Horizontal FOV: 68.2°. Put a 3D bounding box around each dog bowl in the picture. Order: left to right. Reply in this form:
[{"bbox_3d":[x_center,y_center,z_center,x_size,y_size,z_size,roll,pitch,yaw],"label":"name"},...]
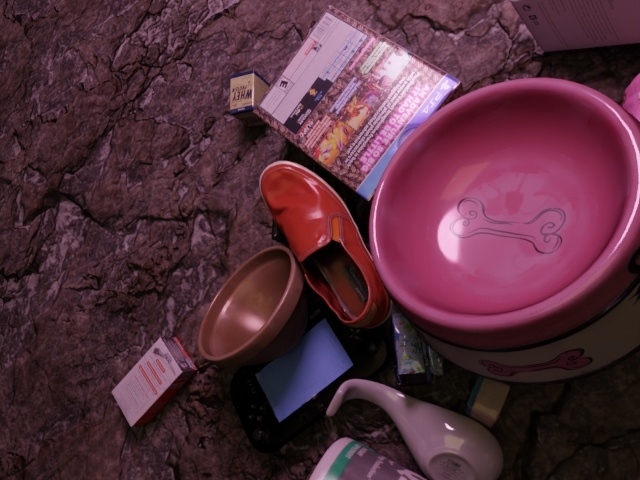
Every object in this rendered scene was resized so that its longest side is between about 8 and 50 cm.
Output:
[{"bbox_3d":[0.241,-0.030,0.623,0.407,0.150,0.409,-20,56,33],"label":"dog bowl"}]

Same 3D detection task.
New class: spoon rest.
[{"bbox_3d":[0.149,0.297,0.740,0.276,0.084,0.137,27,116,7],"label":"spoon rest"}]

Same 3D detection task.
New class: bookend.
[{"bbox_3d":[-0.003,-0.074,0.886,0.157,0.072,0.157,0,81,22],"label":"bookend"}]

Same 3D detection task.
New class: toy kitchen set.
[{"bbox_3d":[0.231,0.155,0.745,0.166,0.122,0.207,23,70,25],"label":"toy kitchen set"}]

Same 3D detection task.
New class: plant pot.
[{"bbox_3d":[-0.099,0.133,0.845,0.237,0.109,0.238,-34,31,24],"label":"plant pot"}]

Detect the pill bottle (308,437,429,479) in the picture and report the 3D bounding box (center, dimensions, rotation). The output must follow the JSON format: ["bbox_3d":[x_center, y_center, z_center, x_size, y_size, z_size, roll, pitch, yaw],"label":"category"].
[{"bbox_3d":[0.146,0.454,0.661,0.360,0.204,0.204,20,89,24],"label":"pill bottle"}]

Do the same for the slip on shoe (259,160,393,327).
[{"bbox_3d":[0.000,0.000,0.779,0.123,0.101,0.332,-38,75,20],"label":"slip on shoe"}]

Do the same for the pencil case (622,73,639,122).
[{"bbox_3d":[0.502,-0.054,0.625,0.167,0.160,0.387,-2,80,17],"label":"pencil case"}]

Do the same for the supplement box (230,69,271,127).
[{"bbox_3d":[-0.140,-0.289,0.973,0.056,0.083,0.083,-5,80,23],"label":"supplement box"}]

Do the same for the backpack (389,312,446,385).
[{"bbox_3d":[0.157,0.172,0.761,0.084,0.105,0.115,-11,69,12],"label":"backpack"}]

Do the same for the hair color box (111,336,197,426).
[{"bbox_3d":[-0.344,0.291,0.977,0.167,0.053,0.093,-47,66,11],"label":"hair color box"}]

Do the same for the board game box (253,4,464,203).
[{"bbox_3d":[0.070,-0.226,0.843,0.291,0.141,0.232,41,98,23],"label":"board game box"}]

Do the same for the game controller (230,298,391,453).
[{"bbox_3d":[-0.026,0.232,0.847,0.319,0.067,0.167,-41,69,11],"label":"game controller"}]

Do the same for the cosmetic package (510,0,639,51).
[{"bbox_3d":[0.475,-0.390,0.624,0.365,0.155,0.197,20,88,47],"label":"cosmetic package"}]
